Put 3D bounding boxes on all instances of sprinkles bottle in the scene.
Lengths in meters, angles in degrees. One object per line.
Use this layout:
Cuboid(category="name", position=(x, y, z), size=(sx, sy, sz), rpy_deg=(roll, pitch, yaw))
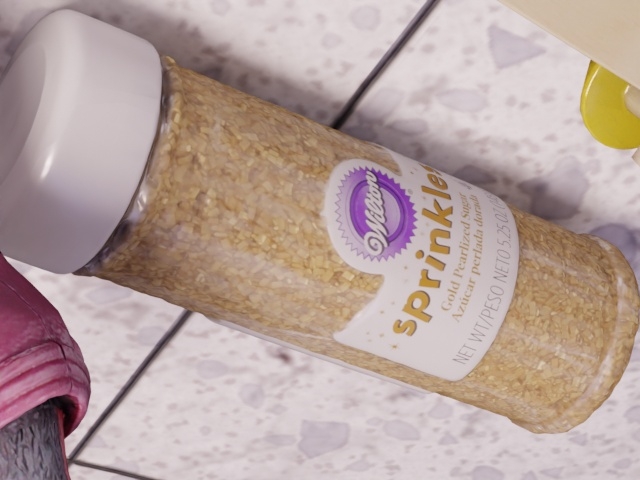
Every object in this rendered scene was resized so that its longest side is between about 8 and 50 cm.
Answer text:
Cuboid(category="sprinkles bottle", position=(0.000, 0.000, 0.809), size=(0.355, 0.121, 0.121), rpy_deg=(21, 132, -28))

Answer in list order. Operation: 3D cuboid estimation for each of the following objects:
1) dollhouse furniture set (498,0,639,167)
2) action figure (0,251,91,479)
Cuboid(category="dollhouse furniture set", position=(0.088, -0.203, 0.465), size=(0.286, 0.198, 0.303), rpy_deg=(24, 113, -29))
Cuboid(category="action figure", position=(-0.181, -0.002, 0.638), size=(0.276, 0.370, 0.248), rpy_deg=(-46, 167, 16))
